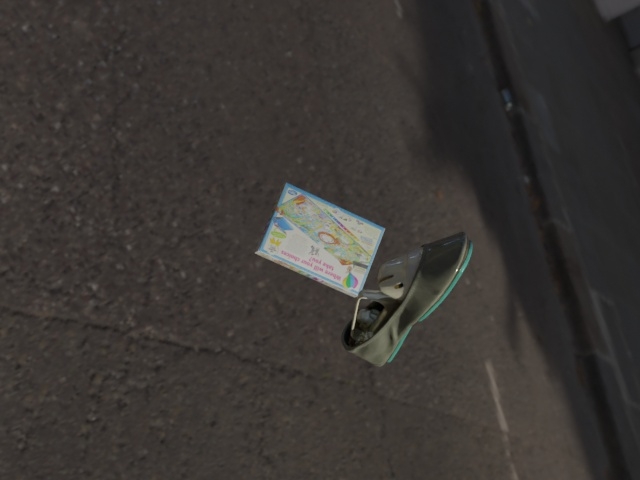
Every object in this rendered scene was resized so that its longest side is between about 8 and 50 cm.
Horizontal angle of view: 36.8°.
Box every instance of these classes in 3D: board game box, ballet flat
[{"bbox_3d":[0.000,0.000,1.311,0.154,0.026,0.104,25,76,-12],"label":"board game box"},{"bbox_3d":[0.077,0.058,0.968,0.068,0.213,0.072,23,47,-7],"label":"ballet flat"}]
